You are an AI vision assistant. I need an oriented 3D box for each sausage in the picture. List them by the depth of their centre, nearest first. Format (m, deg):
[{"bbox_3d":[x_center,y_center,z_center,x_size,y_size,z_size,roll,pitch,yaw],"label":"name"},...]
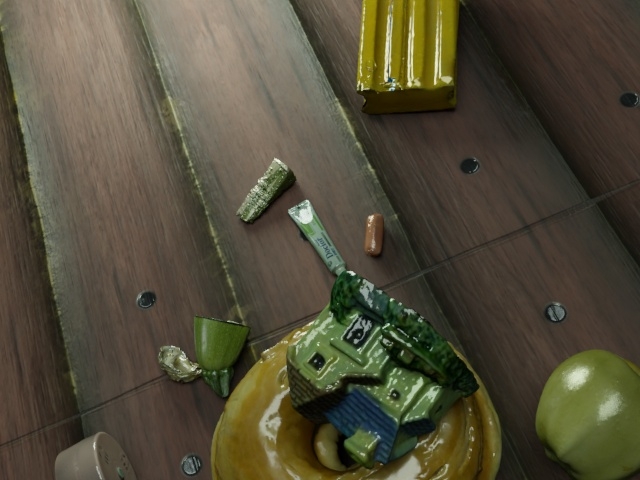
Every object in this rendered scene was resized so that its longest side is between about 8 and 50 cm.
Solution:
[{"bbox_3d":[0.099,-0.010,1.426,0.034,0.034,0.083,0,63,12],"label":"sausage"}]

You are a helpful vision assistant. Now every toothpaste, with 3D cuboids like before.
[{"bbox_3d":[0.000,0.000,1.445,0.048,0.029,0.197,-30,58,-5],"label":"toothpaste"}]

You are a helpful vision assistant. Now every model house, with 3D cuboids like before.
[{"bbox_3d":[0.067,0.185,1.023,0.214,0.195,0.189,35,80,29],"label":"model house"}]

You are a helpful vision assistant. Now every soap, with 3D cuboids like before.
[{"bbox_3d":[0.185,-0.411,1.588,0.204,0.096,0.324,0,63,12],"label":"soap"}]

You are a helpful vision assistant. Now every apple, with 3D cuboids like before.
[{"bbox_3d":[0.413,0.260,1.132,0.200,0.200,0.200,-5,61,9],"label":"apple"}]

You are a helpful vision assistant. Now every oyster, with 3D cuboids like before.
[{"bbox_3d":[-0.250,0.223,1.384,0.081,0.038,0.083,0,30,-16],"label":"oyster"}]

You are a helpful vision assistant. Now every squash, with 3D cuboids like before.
[{"bbox_3d":[-0.183,0.203,1.350,0.105,0.105,0.132,8,83,16],"label":"squash"}]

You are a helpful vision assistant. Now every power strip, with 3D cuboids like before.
[{"bbox_3d":[-0.352,0.391,1.237,0.078,0.154,0.154,-27,60,-2],"label":"power strip"}]

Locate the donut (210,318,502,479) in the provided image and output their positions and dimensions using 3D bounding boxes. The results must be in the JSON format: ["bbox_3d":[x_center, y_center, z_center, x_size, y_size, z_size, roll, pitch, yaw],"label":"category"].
[{"bbox_3d":[0.047,0.307,1.176,0.449,0.198,0.449,-6,59,10],"label":"donut"}]

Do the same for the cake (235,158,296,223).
[{"bbox_3d":[-0.106,-0.091,1.518,0.051,0.055,0.140,39,93,25],"label":"cake"}]
